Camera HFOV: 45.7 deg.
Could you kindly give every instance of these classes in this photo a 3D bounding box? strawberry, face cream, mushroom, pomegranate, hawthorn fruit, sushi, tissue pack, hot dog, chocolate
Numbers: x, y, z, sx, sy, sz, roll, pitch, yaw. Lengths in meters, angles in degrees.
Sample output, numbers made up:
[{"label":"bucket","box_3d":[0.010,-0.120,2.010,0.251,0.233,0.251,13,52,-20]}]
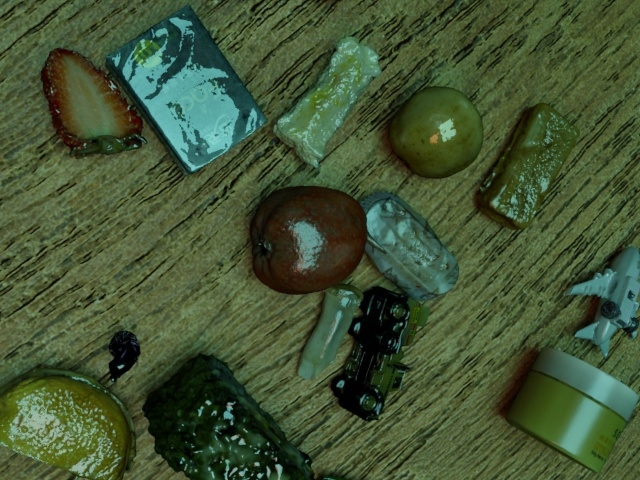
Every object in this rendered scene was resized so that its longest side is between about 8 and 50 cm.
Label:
[{"label":"strawberry","box_3d":[-0.412,-0.234,1.359,0.167,0.087,0.208,-7,68,-37]},{"label":"face cream","box_3d":[0.527,0.356,1.603,0.218,0.218,0.179,33,83,-16]},{"label":"mushroom","box_3d":[0.012,0.181,1.512,0.084,0.071,0.209,23,88,-12]},{"label":"pomegranate","box_3d":[0.239,-0.220,1.518,0.196,0.196,0.196,-1,92,-18]},{"label":"hawthorn fruit","box_3d":[0.000,0.000,1.434,0.262,0.210,0.211,-1,92,-27]},{"label":"sushi","box_3d":[-0.152,0.376,1.348,0.178,0.294,0.352,-41,105,-8]},{"label":"tissue pack","box_3d":[-0.245,-0.273,1.401,0.185,0.081,0.257,-37,101,-13]},{"label":"hot dog","box_3d":[0.171,0.016,1.552,0.144,0.075,0.268,-44,107,-7]},{"label":"chocolate","box_3d":[-0.346,0.205,1.355,0.070,0.147,0.072,21,93,-21]}]

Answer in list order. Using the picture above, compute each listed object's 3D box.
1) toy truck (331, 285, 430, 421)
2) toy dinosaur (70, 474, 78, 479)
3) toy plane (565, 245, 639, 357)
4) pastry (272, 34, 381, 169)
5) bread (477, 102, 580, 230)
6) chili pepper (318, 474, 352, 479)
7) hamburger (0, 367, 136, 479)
[{"label":"toy truck","box_3d":[0.121,0.229,1.522,0.127,0.127,0.257,23,86,-32]},{"label":"toy dinosaur","box_3d":[-0.509,0.488,1.370,0.106,0.044,0.187,16,88,-2]},{"label":"toy plane","box_3d":[0.665,0.129,1.701,0.251,0.101,0.255,32,82,-29]},{"label":"pastry","box_3d":[0.013,-0.275,1.480,0.121,0.089,0.258,36,80,-20]},{"label":"bread","box_3d":[0.441,-0.159,1.630,0.139,0.077,0.271,31,81,-13]},{"label":"chili pepper","box_3d":[0.098,0.550,1.546,0.253,0.083,0.099,30,87,-13]},{"label":"hamburger","box_3d":[-0.437,0.312,1.333,0.283,0.144,0.157,29,76,-21]}]
